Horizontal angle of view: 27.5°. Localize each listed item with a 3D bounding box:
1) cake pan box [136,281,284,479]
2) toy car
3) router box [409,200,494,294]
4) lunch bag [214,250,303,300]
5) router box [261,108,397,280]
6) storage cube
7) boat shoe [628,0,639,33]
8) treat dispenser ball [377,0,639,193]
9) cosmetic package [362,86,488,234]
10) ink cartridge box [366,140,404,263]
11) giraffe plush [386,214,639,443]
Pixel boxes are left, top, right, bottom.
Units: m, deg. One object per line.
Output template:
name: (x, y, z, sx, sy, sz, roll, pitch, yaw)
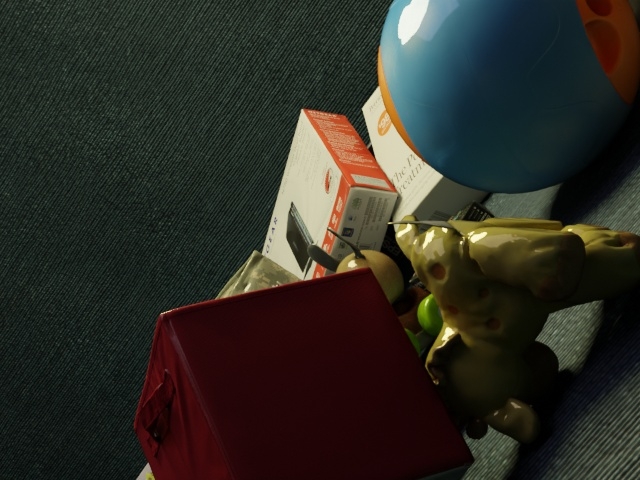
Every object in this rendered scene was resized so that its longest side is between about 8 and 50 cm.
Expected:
cake pan box: (-0.026, 0.195, 1.337, 0.246, 0.070, 0.267, -52, -40, 3)
toy car: (0.052, 0.071, 1.578, 0.149, 0.188, 0.155, -37, -2, -27)
router box: (0.179, 0.012, 1.783, 0.122, 0.038, 0.092, -56, 5, -17)
lunch bag: (-0.073, 0.181, 1.904, 0.287, 0.235, 0.169, -48, 13, 52)
router box: (0.000, 0.000, 2.125, 0.301, 0.082, 0.335, -119, 41, -58)
storage cube: (-0.023, 0.165, 1.049, 0.215, 0.193, 0.184, -12, -34, -25)
boat shoe: (0.418, -0.330, 1.553, 0.223, 0.080, 0.073, -50, 0, 5)
treat dispenser ball: (0.207, -0.196, 1.441, 0.288, 0.288, 0.288, -54, 4, 6)
cosmetic package: (0.219, -0.221, 1.955, 0.377, 0.097, 0.284, -52, 33, 35)
ink cartridge box: (0.126, -0.087, 2.270, 0.333, 0.165, 0.065, -55, 3, 13)
giraffe plush: (0.146, 0.071, 1.058, 0.181, 0.210, 0.170, -158, 70, -74)
